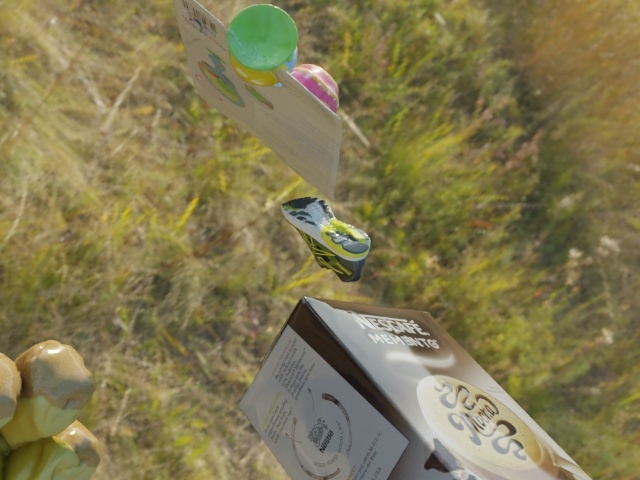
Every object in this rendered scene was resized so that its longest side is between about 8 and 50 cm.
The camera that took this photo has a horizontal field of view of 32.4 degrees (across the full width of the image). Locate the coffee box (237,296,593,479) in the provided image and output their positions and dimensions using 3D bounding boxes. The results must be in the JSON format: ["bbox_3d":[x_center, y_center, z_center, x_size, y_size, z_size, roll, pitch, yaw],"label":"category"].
[{"bbox_3d":[0.092,0.182,0.851,0.168,0.118,0.297,9,29,-46],"label":"coffee box"}]

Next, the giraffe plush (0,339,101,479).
[{"bbox_3d":[-0.271,0.129,0.774,0.181,0.210,0.170,-7,38,-43],"label":"giraffe plush"}]

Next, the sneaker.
[{"bbox_3d":[0.000,0.000,0.729,0.031,0.035,0.083,-18,38,-30],"label":"sneaker"}]

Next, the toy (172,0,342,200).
[{"bbox_3d":[-0.029,-0.108,0.767,0.137,0.056,0.237,39,-5,6],"label":"toy"}]
